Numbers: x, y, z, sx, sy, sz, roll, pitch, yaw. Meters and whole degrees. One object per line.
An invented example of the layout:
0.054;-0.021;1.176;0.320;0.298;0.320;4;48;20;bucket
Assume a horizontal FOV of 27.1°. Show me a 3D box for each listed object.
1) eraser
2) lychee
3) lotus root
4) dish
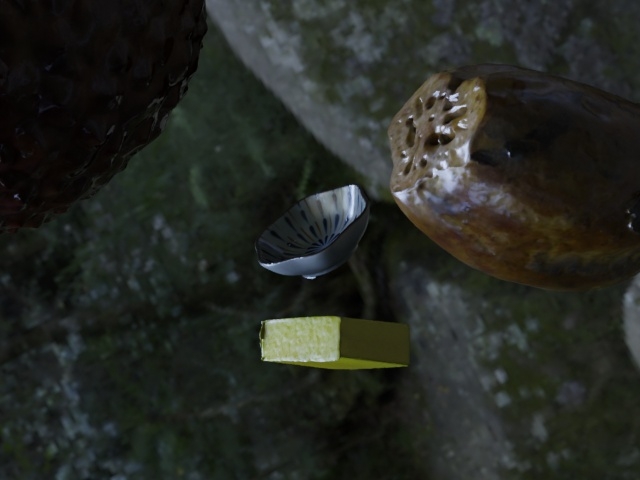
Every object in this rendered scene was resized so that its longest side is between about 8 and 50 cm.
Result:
0.015;0.100;1.283;0.122;0.097;0.045;12;-103;-55;eraser
-0.175;-0.119;0.651;0.260;0.261;0.260;62;-179;-1;lychee
0.204;-0.058;1.121;0.291;0.193;0.193;18;-154;-29;lotus root
0.000;0.000;1.892;0.066;0.191;0.190;59;-178;-25;dish
